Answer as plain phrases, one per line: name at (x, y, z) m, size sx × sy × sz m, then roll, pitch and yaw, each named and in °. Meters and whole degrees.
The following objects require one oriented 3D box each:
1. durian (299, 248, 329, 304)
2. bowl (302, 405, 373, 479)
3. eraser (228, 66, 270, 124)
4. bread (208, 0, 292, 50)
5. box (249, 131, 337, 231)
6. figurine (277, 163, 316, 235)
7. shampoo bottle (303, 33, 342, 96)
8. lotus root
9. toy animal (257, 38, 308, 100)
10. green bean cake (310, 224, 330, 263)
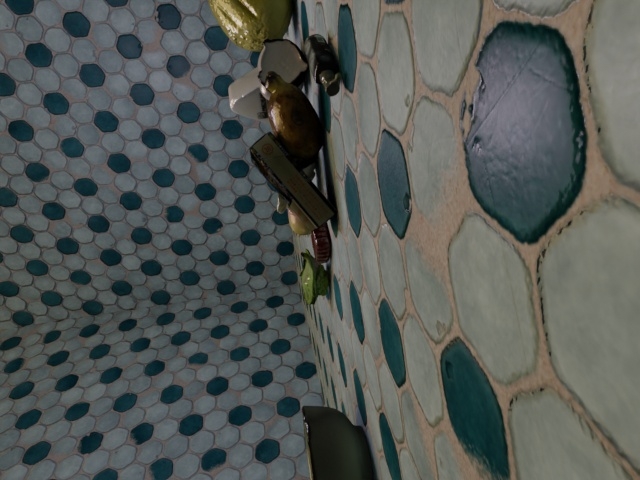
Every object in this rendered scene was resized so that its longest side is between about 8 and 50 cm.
durian at (-0.025, 0.152, 1.748) m, size 0.132 × 0.106 × 0.375 m, roll 42°, pitch 154°, yaw 32°
bowl at (0.055, 0.692, 1.411) m, size 0.354 × 0.185 × 0.354 m, roll 172°, pitch 90°, yaw -83°
eraser at (-0.234, -0.682, 2.152) m, size 0.331 × 0.331 × 0.150 m, roll 93°, pitch 166°, yaw -61°
bread at (-0.247, -0.858, 1.609) m, size 0.237 × 0.320 × 0.320 m, roll -29°, pitch -68°, yaw -76°
box at (-0.087, -0.169, 1.377) m, size 0.310 × 0.084 × 0.198 m, roll 50°, pitch 174°, yaw -2°
figurine at (-0.101, -0.159, 1.639) m, size 0.274 × 0.226 × 0.394 m, roll -66°, pitch -31°, yaw -46°
shampoo bottle at (0.008, -0.397, 1.010) m, size 0.063 × 0.057 × 0.208 m, roll 100°, pitch 160°, yaw -47°
lotus root at (-0.076, -0.356, 1.336) m, size 0.314 × 0.141 × 0.169 m, roll 67°, pitch 172°, yaw -29°
toy animal at (-0.135, -0.578, 1.554) m, size 0.235 × 0.165 × 0.187 m, roll -149°, pitch 69°, yaw -82°
green bean cake at (0.000, 0.000, 1.598) m, size 0.135 × 0.056 × 0.136 m, roll 92°, pitch 168°, yaw -54°
